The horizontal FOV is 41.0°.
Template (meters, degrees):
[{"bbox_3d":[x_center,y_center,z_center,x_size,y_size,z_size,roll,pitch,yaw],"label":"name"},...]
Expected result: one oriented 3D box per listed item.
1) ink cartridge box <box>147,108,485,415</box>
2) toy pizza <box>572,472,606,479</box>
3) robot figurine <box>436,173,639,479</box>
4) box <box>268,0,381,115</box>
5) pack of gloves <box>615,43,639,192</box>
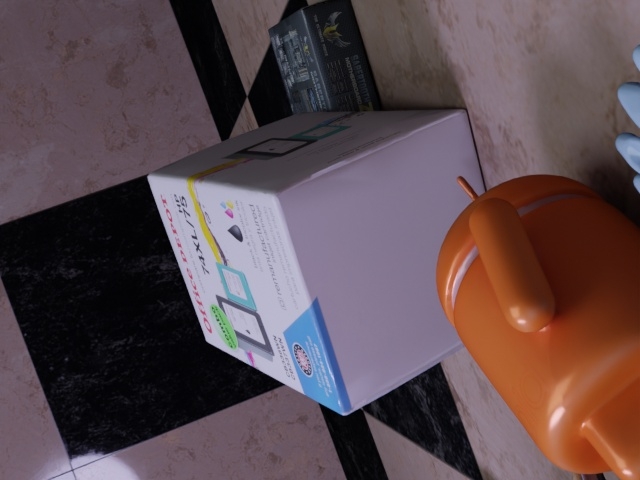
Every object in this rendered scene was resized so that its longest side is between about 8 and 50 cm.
[{"bbox_3d":[0.000,0.000,0.802,0.270,0.197,0.198,12,124,58],"label":"ink cartridge box"},{"bbox_3d":[0.202,0.234,0.578,0.201,0.032,0.201,-22,-90,-77],"label":"toy pizza"},{"bbox_3d":[0.148,0.043,0.501,0.219,0.158,0.128,-122,38,-47],"label":"robot figurine"},{"bbox_3d":[0.015,-0.150,0.989,0.183,0.059,0.232,-155,46,-75],"label":"box"},{"bbox_3d":[0.201,-0.071,0.313,0.232,0.046,0.195,-131,35,-55],"label":"pack of gloves"}]
